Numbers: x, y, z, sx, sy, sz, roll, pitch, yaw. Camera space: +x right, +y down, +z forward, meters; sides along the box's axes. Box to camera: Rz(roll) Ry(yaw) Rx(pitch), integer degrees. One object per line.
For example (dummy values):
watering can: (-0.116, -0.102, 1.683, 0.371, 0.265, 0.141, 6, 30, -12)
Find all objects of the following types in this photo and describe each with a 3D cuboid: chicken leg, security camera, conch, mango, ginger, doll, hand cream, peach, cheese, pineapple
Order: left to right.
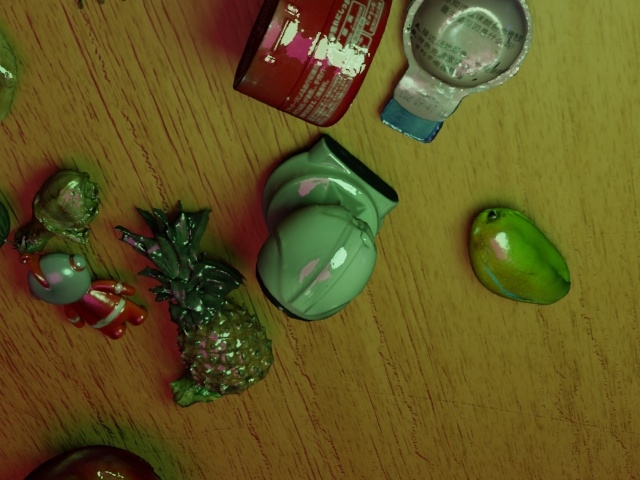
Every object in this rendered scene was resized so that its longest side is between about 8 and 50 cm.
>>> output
ginger: (-0.498, -0.242, 1.380, 0.095, 0.069, 0.190, 15, 121, -10)
chicken leg: (-0.425, -0.035, 1.501, 0.103, 0.088, 0.227, 14, 137, -35)
doll: (-0.409, 0.087, 1.569, 0.142, 0.076, 0.245, -35, 126, 22)
peach: (-0.436, 0.603, 1.755, 0.353, 0.339, 0.417, 22, 126, -10)
conch: (-0.219, 0.270, 1.683, 0.121, 0.074, 0.089, 19, 159, -32)
pineapple: (-0.198, 0.088, 1.526, 0.165, 0.165, 0.365, -16, 118, 13)
hand cream: (-0.010, -0.274, 1.241, 0.149, 0.230, 0.230, 22, 121, -11)
security camera: (0.000, 0.000, 1.381, 0.197, 0.277, 0.191, 39, 115, -20)
cheese: (0.189, -0.262, 1.326, 0.188, 0.074, 0.286, 24, 124, -11)
mango: (0.318, 0.039, 1.490, 0.125, 0.111, 0.233, -24, 131, 30)

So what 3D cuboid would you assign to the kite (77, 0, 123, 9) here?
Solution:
kite: (-0.342, -0.436, 1.268, 0.141, 0.015, 0.245, -4, 125, 18)

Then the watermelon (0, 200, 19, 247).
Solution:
watermelon: (-0.545, -0.021, 1.496, 0.133, 0.105, 0.105, 32, 120, 1)
